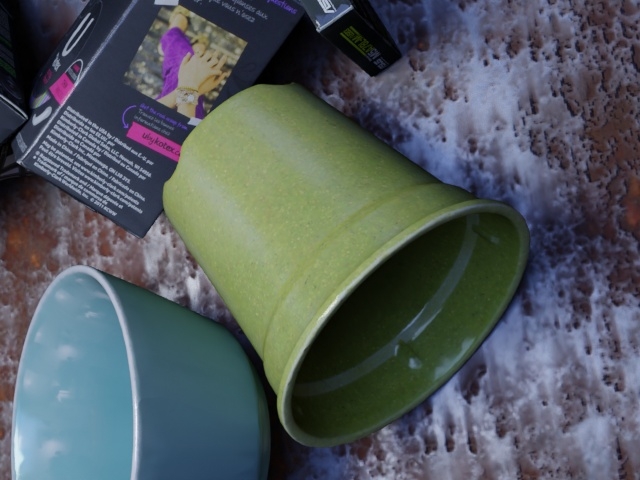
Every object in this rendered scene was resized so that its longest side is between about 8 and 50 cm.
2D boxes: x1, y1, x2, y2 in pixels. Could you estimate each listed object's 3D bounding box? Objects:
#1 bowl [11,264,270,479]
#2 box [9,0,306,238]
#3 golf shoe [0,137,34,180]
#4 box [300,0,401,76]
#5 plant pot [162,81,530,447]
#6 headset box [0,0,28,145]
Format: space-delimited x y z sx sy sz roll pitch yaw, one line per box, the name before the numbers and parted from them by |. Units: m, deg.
bowl | -0.155 0.181 1.461 0.311 0.163 0.311 -13 76 61
box | -0.160 -0.164 1.519 0.143 0.165 0.270 34 95 -23
golf shoe | -0.321 -0.098 1.624 0.198 0.094 0.077 -27 75 11
box | -0.007 -0.256 1.494 0.045 0.184 0.190 -34 76 12
plant pot | 0.000 0.000 1.440 0.276 0.276 0.254 -49 61 7
headset box | -0.419 -0.143 1.557 0.246 0.131 0.283 -40 37 15
